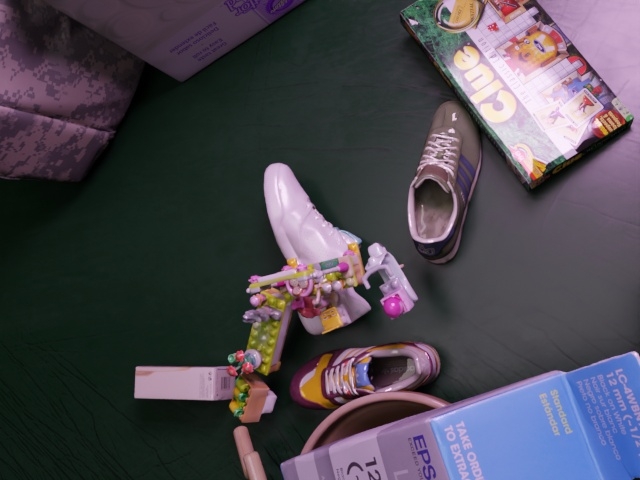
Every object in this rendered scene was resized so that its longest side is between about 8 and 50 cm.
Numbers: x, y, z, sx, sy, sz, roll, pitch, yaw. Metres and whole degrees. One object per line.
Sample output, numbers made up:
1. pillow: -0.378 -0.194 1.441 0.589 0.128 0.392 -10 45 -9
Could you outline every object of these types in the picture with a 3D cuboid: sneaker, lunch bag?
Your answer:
1. sneaker: 0.138 -0.071 0.831 0.064 0.086 0.192 8 85 22
2. sneaker: 0.000 0.000 0.889 0.094 0.080 0.212 -20 86 13
3. lunch bag: -0.382 -0.233 0.946 0.212 0.305 0.256 44 104 20
4. sneaker: 0.040 0.152 0.842 0.185 0.084 0.070 -19 77 18

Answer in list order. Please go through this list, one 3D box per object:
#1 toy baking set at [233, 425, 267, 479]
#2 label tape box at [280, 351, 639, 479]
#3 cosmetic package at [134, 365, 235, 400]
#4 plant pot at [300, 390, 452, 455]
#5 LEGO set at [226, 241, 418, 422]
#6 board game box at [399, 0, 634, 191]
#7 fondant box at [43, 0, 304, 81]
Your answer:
1. toy baking set: -0.040 0.326 0.800 0.030 0.197 0.256 -19 73 -7
2. label tape box: 0.123 0.254 0.571 0.347 0.115 0.249 -38 66 53
3. cosmetic package: -0.170 0.179 0.935 0.115 0.060 0.041 -3 81 20
4. plant pot: 0.097 0.277 0.790 0.237 0.109 0.237 -3 83 21
5. LEGO set: -0.042 0.093 0.805 0.287 0.107 0.132 -40 76 26
6. board game box: 0.215 -0.195 0.835 0.136 0.030 0.260 -34 72 3
7. fondant box: -0.168 -0.330 0.854 0.238 0.330 0.096 -29 75 15
